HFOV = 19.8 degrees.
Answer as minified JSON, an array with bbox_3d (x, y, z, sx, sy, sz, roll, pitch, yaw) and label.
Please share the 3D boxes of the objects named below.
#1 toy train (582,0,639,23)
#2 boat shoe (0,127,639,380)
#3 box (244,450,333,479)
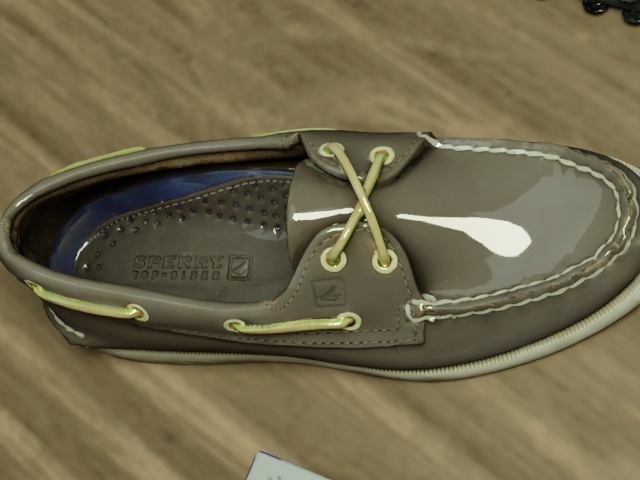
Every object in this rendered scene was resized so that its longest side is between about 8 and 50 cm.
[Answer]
[{"bbox_3d":[0.108,-0.143,0.915,0.158,0.027,0.036,21,71,30],"label":"toy train"},{"bbox_3d":[0.000,0.000,0.870,0.324,0.097,0.116,-3,70,24],"label":"boat shoe"},{"bbox_3d":[0.016,0.179,0.811,0.137,0.072,0.126,19,80,28],"label":"box"}]
